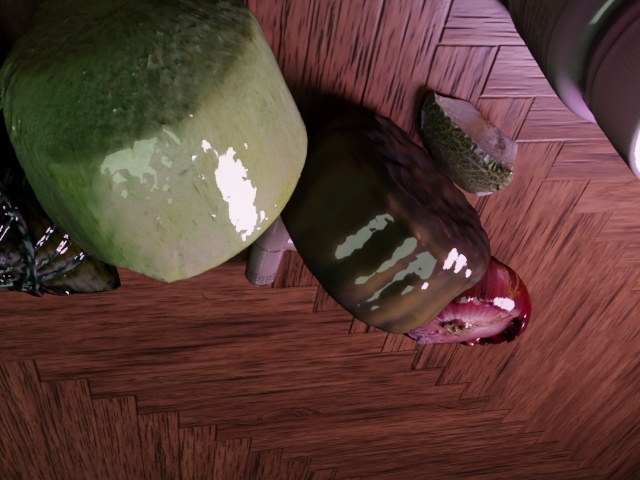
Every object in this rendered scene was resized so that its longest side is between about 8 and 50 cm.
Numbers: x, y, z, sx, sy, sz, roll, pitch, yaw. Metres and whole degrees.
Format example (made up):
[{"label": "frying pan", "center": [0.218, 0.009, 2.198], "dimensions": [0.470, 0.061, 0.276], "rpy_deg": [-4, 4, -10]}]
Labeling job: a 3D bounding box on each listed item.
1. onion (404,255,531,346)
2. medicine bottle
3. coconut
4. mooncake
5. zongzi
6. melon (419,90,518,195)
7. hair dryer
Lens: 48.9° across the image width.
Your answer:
[{"label": "onion", "center": [0.236, 0.100, 1.206], "dimensions": [0.248, 0.161, 0.248], "rpy_deg": [-1, 135, -1]}, {"label": "medicine bottle", "center": [0.351, -0.223, 0.731], "dimensions": [0.241, 0.302, 0.241], "rpy_deg": [-8, 141, -7]}, {"label": "coconut", "center": [-0.162, -0.108, 0.732], "dimensions": [0.281, 0.328, 0.328], "rpy_deg": [-25, 141, -1]}, {"label": "mooncake", "center": [0.082, -0.030, 0.905], "dimensions": [0.161, 0.290, 0.290], "rpy_deg": [-40, 134, 22]}, {"label": "zongzi", "center": [-0.407, -0.022, 0.729], "dimensions": [0.319, 0.362, 0.383], "rpy_deg": [12, 140, -1]}, {"label": "melon", "center": [0.220, -0.126, 0.972], "dimensions": [0.093, 0.139, 0.202], "rpy_deg": [-43, 134, 1]}, {"label": "hair dryer", "center": [0.006, -0.008, 1.093], "dimensions": [0.220, 0.053, 0.195], "rpy_deg": [0, 139, -17]}]
